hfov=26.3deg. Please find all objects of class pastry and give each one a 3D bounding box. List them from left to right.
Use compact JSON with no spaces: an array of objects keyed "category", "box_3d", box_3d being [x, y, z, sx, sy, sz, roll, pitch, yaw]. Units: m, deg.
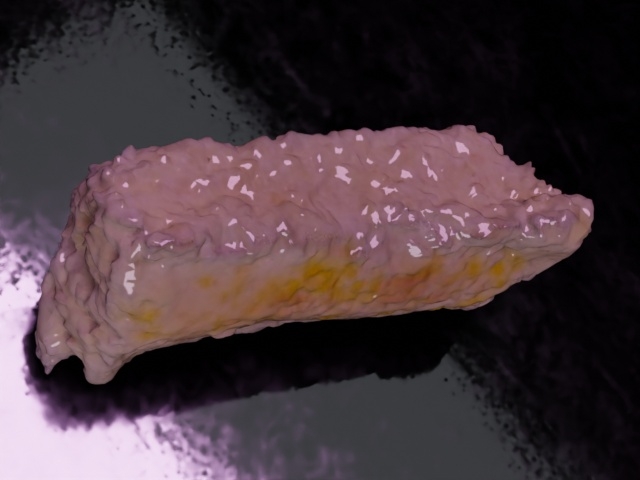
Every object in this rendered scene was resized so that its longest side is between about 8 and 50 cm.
[{"category":"pastry","box_3d":[0.001,-0.002,0.633,0.258,0.121,0.089,-10,75,-25]}]
